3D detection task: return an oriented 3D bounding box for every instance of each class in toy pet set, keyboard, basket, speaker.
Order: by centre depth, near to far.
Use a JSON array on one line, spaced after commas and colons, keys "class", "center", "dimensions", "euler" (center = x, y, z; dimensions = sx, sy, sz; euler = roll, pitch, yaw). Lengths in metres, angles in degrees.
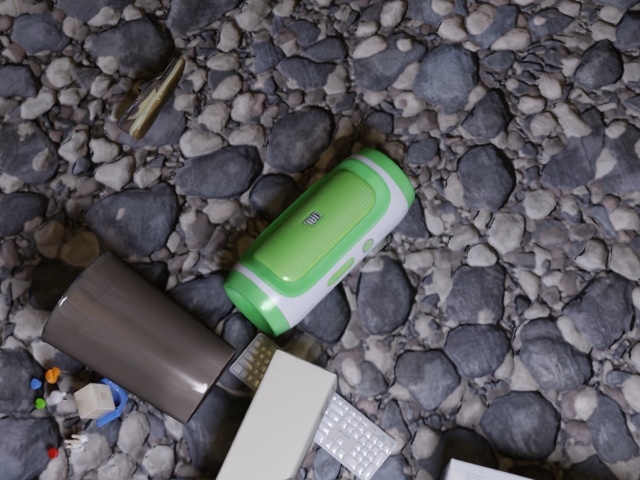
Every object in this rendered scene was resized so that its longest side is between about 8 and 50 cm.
[{"class": "basket", "center": [-0.243, 0.140, 1.622], "dimensions": [0.227, 0.204, 0.154], "euler": [34, 97, 1]}, {"class": "toy pet set", "center": [-0.336, 0.233, 1.651], "dimensions": [0.114, 0.065, 0.122], "euler": [-31, 65, 25]}, {"class": "keyboard", "center": [-0.012, 0.237, 1.665], "dimensions": [0.256, 0.014, 0.072], "euler": [38, 73, 13]}, {"class": "speaker", "center": [0.000, 0.000, 1.697], "dimensions": [0.131, 0.131, 0.296], "euler": [42, 74, 14]}]

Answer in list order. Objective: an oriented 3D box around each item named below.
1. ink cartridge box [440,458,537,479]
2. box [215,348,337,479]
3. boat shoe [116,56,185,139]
[{"class": "ink cartridge box", "center": [0.282, 0.461, 1.522], "dimensions": [0.309, 0.130, 0.271], "euler": [15, 71, 5]}, {"class": "box", "center": [-0.073, 0.296, 1.584], "dimensions": [0.094, 0.113, 0.275], "euler": [23, 75, 8]}, {"class": "boat shoe", "center": [-0.263, -0.229, 1.817], "dimensions": [0.049, 0.056, 0.152], "euler": [29, 71, 4]}]
